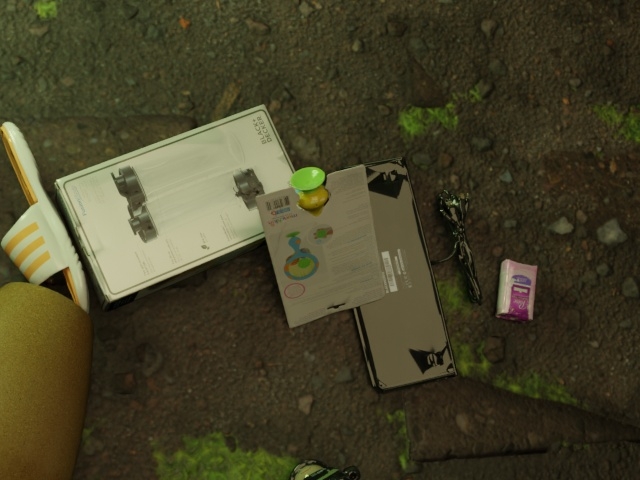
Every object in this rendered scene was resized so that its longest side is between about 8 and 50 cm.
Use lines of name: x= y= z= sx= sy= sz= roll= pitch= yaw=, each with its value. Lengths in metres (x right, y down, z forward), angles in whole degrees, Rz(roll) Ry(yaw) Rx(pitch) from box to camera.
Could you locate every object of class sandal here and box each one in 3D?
sandal: x=-0.358 y=-0.017 z=1.217 sx=0.076 sy=0.102 sz=0.265 roll=-24 pitch=77 yaw=-18

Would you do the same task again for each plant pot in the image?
plant pot: x=-0.361 y=0.184 z=1.119 sx=0.237 sy=0.237 sz=0.254 roll=25 pitch=57 yaw=-10

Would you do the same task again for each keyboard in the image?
keyboard: x=0.130 y=0.038 z=1.375 sx=0.201 sy=0.033 sz=0.317 roll=-11 pitch=82 yaw=-11

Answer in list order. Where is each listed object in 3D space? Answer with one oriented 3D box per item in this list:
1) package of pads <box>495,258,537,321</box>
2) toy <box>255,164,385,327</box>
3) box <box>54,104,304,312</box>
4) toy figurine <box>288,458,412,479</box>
package of pads: x=0.277 y=0.071 z=1.408 sx=0.050 sy=0.032 sz=0.083 roll=12 pitch=75 yaw=-10
toy: x=0.000 y=0.000 z=1.263 sx=0.136 sy=0.237 sz=0.056 roll=-17 pitch=47 yaw=-6
box: x=-0.175 y=-0.043 z=1.275 sx=0.290 sy=0.087 sz=0.169 roll=-24 pitch=86 yaw=-20
toy figurine: x=0.044 y=0.386 z=1.219 sx=0.213 sy=0.148 sz=0.210 roll=17 pitch=80 yaw=-14
